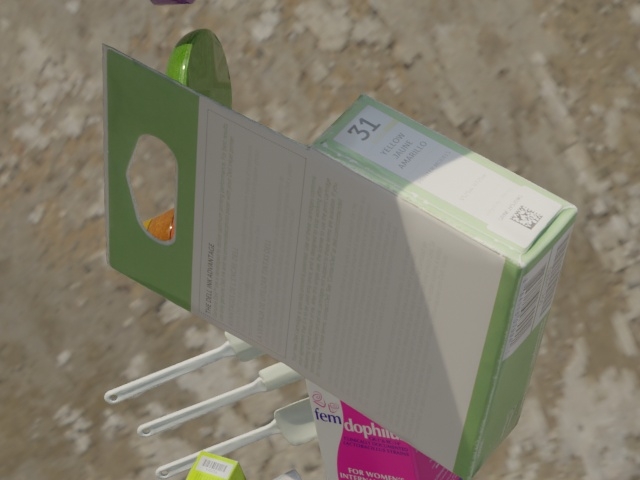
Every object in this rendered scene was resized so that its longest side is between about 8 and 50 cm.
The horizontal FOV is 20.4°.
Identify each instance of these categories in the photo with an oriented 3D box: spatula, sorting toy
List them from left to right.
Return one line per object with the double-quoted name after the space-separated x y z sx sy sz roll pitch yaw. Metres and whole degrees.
-0.151 -0.105 1.634 0.127 0.126 0.366 -64 149 -57 "sorting toy"
-0.104 0.182 1.993 0.242 0.019 0.168 -24 119 9 "spatula"

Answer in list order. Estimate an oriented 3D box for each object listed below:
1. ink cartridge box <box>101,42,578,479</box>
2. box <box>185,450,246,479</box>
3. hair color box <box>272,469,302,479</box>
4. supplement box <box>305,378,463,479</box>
0.000 0.000 0.884 0.235 0.171 0.056 31 53 20 "ink cartridge box"
-0.091 0.277 1.569 0.042 0.178 0.109 13 57 23 "box"
-0.143 0.412 1.827 0.374 0.113 0.185 -27 71 -17 "hair color box"
0.065 0.159 1.750 0.114 0.111 0.220 -46 134 -46 "supplement box"
